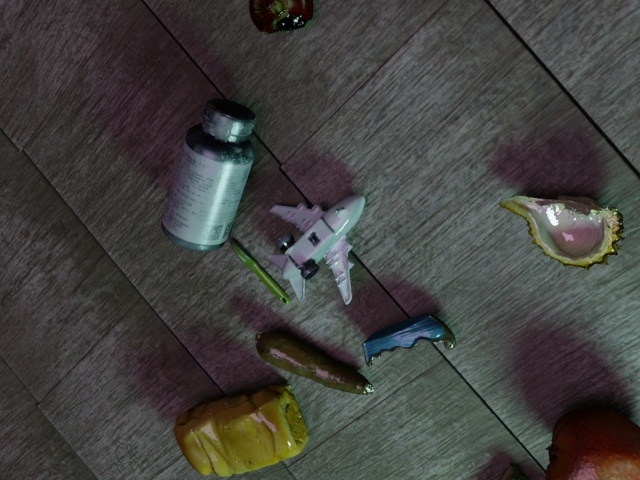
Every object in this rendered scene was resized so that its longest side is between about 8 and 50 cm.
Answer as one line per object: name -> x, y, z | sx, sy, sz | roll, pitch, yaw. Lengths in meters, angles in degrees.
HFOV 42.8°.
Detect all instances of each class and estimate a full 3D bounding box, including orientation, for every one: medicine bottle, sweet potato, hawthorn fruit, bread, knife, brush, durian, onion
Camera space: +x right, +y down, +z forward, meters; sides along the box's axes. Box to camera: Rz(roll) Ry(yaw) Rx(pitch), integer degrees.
medicine bottle -> -0.217, -0.131, 1.627 | 0.141, 0.141, 0.293 | 28, 117, 13
sweet potato -> -0.014, 0.263, 1.711 | 0.273, 0.075, 0.075 | 24, 115, 12
hawthorn fruit -> 0.518, 0.401, 1.456 | 0.225, 0.196, 0.196 | 6, 110, 10
bread -> -0.179, 0.419, 1.804 | 0.294, 0.132, 0.167 | -20, 105, 27
knife -> -0.130, 0.066, 1.722 | 0.184, 0.026, 0.022 | 46, 122, 0
brush -> 0.342, 0.573, 1.666 | 0.048, 0.054, 0.282 | 26, 116, 0
durian -> 0.421, -0.036, 1.417 | 0.224, 0.078, 0.140 | 26, 129, 26
onion -> -0.073, -0.431, 1.486 | 0.117, 0.118, 0.118 | -17, 101, -6

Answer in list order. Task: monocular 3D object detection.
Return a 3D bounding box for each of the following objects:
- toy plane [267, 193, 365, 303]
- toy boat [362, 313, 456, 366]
toy plane -> -0.003, 0.001, 1.599 | 0.251, 0.101, 0.255 | 51, 120, 15
toy boat -> 0.173, 0.202, 1.602 | 0.185, 0.075, 0.077 | -25, 93, 25
